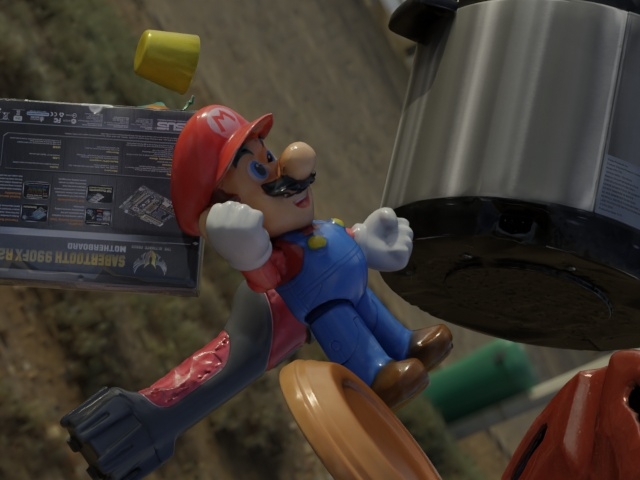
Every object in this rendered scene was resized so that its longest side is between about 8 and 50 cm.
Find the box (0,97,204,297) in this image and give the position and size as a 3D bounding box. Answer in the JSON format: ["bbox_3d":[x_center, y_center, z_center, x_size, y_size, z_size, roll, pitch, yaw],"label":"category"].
[{"bbox_3d":[-0.228,-0.042,1.582,0.056,0.231,0.183,101,-8,-80],"label":"box"}]

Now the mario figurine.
[{"bbox_3d":[0.000,0.000,1.436,0.320,0.170,0.198,48,-7,-3],"label":"mario figurine"}]

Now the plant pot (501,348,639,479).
[{"bbox_3d":[0.227,0.192,0.774,0.265,0.272,0.272,23,26,-12],"label":"plant pot"}]

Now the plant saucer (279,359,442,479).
[{"bbox_3d":[0.045,0.168,1.251,0.200,0.037,0.200,48,8,-9],"label":"plant saucer"}]

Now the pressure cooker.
[{"bbox_3d":[0.274,-0.120,1.789,0.370,0.375,0.421,44,54,-56],"label":"pressure cooker"}]

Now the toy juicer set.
[{"bbox_3d":[-0.209,-0.069,1.834,0.089,0.329,0.209,14,47,-19],"label":"toy juicer set"}]

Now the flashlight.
[{"bbox_3d":[-0.123,0.125,1.621,0.103,0.304,0.103,31,-34,46],"label":"flashlight"}]
